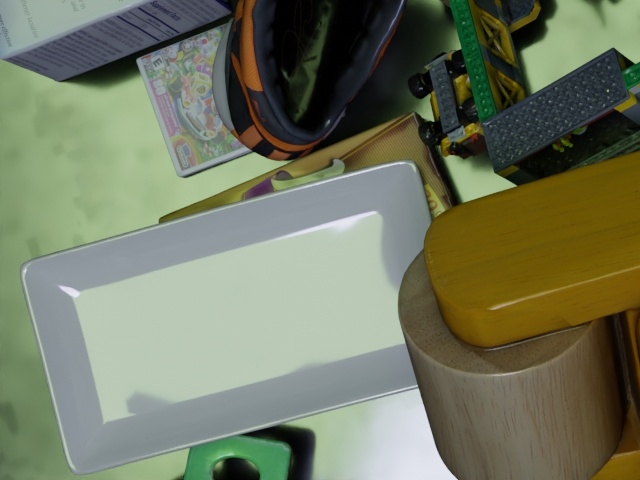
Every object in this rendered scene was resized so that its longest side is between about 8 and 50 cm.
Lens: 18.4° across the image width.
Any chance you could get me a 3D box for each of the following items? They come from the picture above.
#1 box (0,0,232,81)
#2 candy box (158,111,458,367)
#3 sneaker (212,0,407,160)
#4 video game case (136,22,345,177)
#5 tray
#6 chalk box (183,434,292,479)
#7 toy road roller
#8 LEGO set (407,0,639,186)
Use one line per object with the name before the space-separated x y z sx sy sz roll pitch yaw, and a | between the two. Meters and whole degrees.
box | -0.142 -0.166 1.295 0.137 0.126 0.072 -20 85 8
candy box | 0.000 0.000 1.310 0.186 0.053 0.109 -23 85 7
sneaker | 0.015 -0.207 1.230 0.124 0.180 0.321 7 90 -11
video game case | -0.054 -0.104 1.339 0.122 0.011 0.087 -20 86 8
tray | -0.049 0.050 1.275 0.270 0.030 0.145 -15 85 9
chalk box | -0.067 0.232 1.278 0.132 0.132 0.213 8 91 9
toy road roller | 0.223 0.089 1.080 0.329 0.202 0.241 -14 48 4
LEGO set | 0.235 -0.135 1.208 0.331 0.192 0.255 -36 53 24
